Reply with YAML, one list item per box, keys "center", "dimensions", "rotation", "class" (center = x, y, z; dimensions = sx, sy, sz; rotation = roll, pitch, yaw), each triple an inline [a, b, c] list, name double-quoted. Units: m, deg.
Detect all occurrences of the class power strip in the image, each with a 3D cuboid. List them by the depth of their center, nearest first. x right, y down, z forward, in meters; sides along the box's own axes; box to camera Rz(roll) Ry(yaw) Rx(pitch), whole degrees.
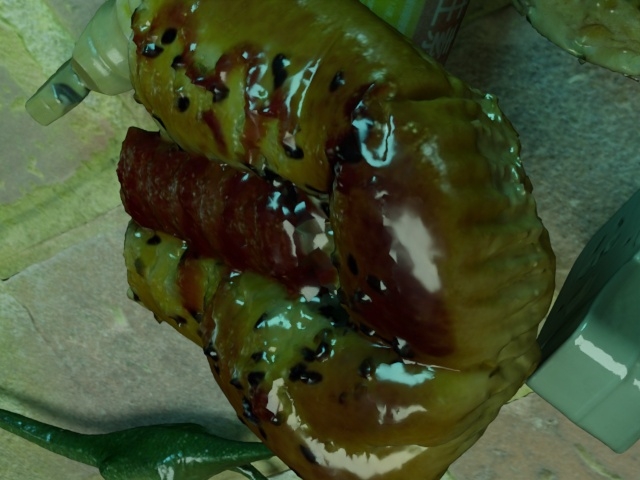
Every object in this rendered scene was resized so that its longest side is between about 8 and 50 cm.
- center: [0.268, 0.051, 1.290]
  dimensions: [0.141, 0.261, 0.229]
  rotation: [36, 134, -1]
  class: "power strip"

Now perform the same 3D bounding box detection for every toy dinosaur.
- center: [-0.208, 0.196, 1.801]
  dimensions: [0.301, 0.087, 0.447]
  rotation: [50, 130, -7]
  class: "toy dinosaur"

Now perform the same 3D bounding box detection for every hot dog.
- center: [0.000, 0.000, 1.249]
  dimensions: [0.365, 0.196, 0.367]
  rotation: [38, 135, 34]
  class: "hot dog"

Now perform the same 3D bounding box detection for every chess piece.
- center: [-0.178, -0.164, 1.474]
  dimensions: [0.200, 0.090, 0.090]
  rotation: [-28, 110, 42]
  class: "chess piece"

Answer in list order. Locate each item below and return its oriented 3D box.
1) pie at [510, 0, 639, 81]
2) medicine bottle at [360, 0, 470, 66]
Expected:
- center: [0.253, -0.206, 1.197]
  dimensions: [0.274, 0.055, 0.274]
  rotation: [9, 145, 6]
  class: "pie"
- center: [0.042, -0.123, 1.375]
  dimensions: [0.108, 0.108, 0.426]
  rotation: [26, 134, 7]
  class: "medicine bottle"
